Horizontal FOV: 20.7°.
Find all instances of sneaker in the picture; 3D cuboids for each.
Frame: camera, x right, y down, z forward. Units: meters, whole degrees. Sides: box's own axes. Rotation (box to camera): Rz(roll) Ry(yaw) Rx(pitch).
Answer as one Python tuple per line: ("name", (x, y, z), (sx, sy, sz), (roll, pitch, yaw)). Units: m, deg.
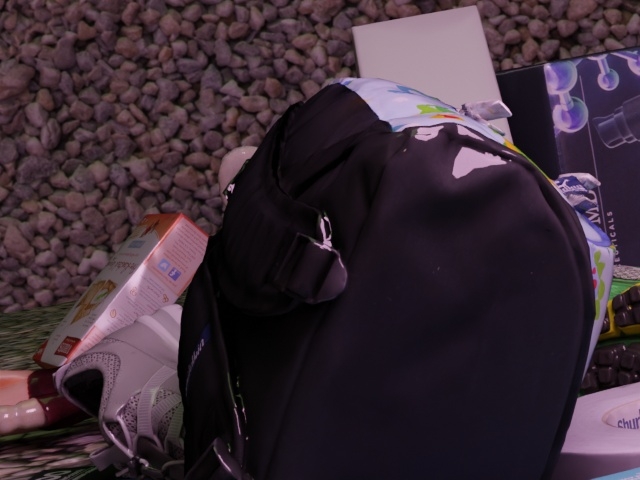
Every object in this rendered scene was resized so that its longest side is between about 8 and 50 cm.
("sneaker", (0.252, 0.081, 1.447), (0.344, 0.134, 0.146), (6, 8, 44))
("sneaker", (-0.094, 0.143, 1.180), (0.115, 0.105, 0.281), (-21, 27, -19))

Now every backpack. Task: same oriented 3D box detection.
("backpack", (0.032, 0.045, 0.993), (0.273, 0.290, 0.355), (15, 11, -24))

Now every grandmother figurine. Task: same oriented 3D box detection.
("grandmother figurine", (-0.279, 0.156, 1.751), (0.342, 0.104, 0.208), (-12, 12, 6))

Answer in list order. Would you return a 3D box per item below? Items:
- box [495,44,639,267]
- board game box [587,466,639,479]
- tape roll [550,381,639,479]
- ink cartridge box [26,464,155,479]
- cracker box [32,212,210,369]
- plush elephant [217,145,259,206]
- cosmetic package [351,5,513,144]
("box", (0.425, -0.085, 1.984), (0.396, 0.293, 0.212), (-11, 4, -10))
("board game box", (0.115, 0.170, 0.677), (0.254, 0.079, 0.336), (-11, 4, -17))
("tape roll", (0.228, 0.130, 1.024), (0.219, 0.072, 0.219), (-10, 5, 1))
("ink cartridge box", (-0.195, 0.203, 1.239), (0.208, 0.045, 0.206), (-10, 5, 17))
("cracker box", (-0.234, 0.074, 2.082), (0.232, 0.067, 0.156), (-53, 17, -13))
("plush elephant", (0.000, 0.000, 2.098), (0.272, 0.255, 0.330), (-10, 4, 0))
("cosmetic package", (0.135, -0.067, 1.899), (0.155, 0.197, 0.365), (-10, 42, 1))
